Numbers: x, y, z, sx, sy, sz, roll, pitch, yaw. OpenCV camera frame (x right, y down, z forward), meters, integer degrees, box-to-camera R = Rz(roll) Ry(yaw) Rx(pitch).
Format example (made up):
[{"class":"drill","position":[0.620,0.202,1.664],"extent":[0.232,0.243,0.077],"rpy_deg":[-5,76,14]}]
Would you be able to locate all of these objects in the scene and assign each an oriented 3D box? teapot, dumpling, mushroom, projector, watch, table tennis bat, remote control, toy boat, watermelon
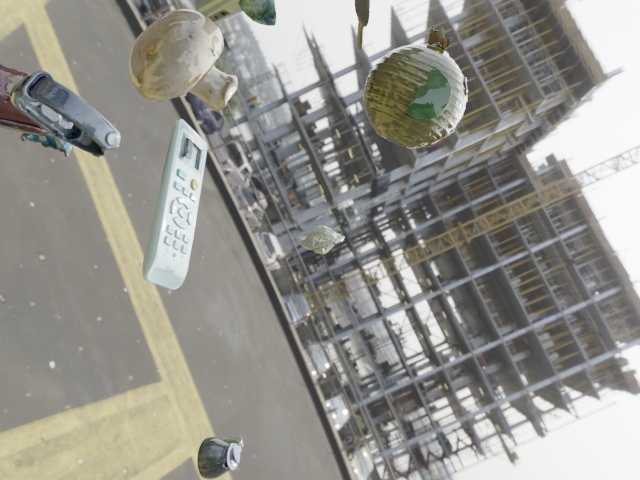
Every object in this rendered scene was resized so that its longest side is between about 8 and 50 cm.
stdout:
[{"class":"teapot","position":[-0.167,0.366,0.833],"extent":[0.088,0.056,0.066],"rpy_deg":[-34,114,-71]},{"class":"dumpling","position":[0.000,-0.002,0.899],"extent":[0.076,0.052,0.057],"rpy_deg":[29,5,6]},{"class":"mushroom","position":[-0.389,-0.493,1.404],"extent":[0.290,0.297,0.298],"rpy_deg":[46,12,-33]},{"class":"projector","position":[-0.263,-0.743,1.460],"extent":[0.337,0.108,0.108],"rpy_deg":[13,-45,52]},{"class":"watch","position":[-0.525,-0.257,0.998],"extent":[0.192,0.068,0.206],"rpy_deg":[16,-21,28]},{"class":"table tennis bat","position":[0.135,-0.755,1.613],"extent":[0.247,0.022,0.138],"rpy_deg":[88,-12,-51]},{"class":"remote control","position":[-0.261,-0.064,0.865],"extent":[0.103,0.051,0.294],"rpy_deg":[49,46,-67]},{"class":"toy boat","position":[-1.069,-0.386,1.888],"extent":[0.075,0.185,0.077],"rpy_deg":[113,2,-53]},{"class":"watermelon","position":[-0.115,-0.475,0.979],"extent":[0.061,0.085,0.085],"rpy_deg":[-78,149,-51]}]

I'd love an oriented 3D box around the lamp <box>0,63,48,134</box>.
[{"class":"lamp","position":[-0.841,-0.381,1.332],"extent":[0.258,0.180,0.180],"rpy_deg":[5,51,-44]}]

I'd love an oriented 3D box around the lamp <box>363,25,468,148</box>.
[{"class":"lamp","position":[0.232,-0.363,1.155],"extent":[0.250,0.284,0.250],"rpy_deg":[21,9,-4]}]
